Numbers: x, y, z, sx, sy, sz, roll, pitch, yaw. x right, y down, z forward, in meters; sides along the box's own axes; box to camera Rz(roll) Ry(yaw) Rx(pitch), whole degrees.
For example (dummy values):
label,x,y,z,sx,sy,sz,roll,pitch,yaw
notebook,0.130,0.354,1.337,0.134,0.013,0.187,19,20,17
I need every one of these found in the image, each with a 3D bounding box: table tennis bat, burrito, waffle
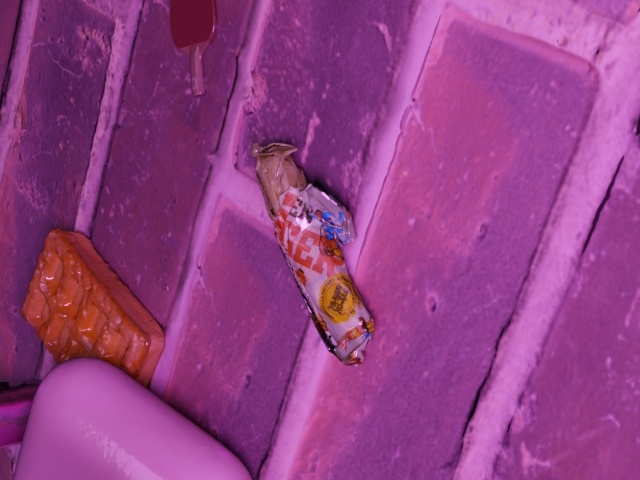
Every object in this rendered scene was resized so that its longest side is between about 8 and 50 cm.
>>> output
label,x,y,z,sx,sy,sz,roll,pitch,yaw
table tennis bat,-0.161,-0.263,1.485,0.087,0.013,0.156,-6,88,43
burrito,0.000,0.000,1.316,0.104,0.054,0.288,-41,65,39
waffle,-0.325,0.121,1.649,0.274,0.057,0.168,45,122,33

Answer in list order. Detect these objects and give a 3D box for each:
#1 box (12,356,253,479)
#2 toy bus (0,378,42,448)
label,x,y,z,sx,sy,sz,roll,pitch,yaw
box,-0.249,0.333,1.501,0.349,0.141,0.288,32,116,25
toy bus,-0.473,0.260,1.663,0.112,0.274,0.090,2,93,32
